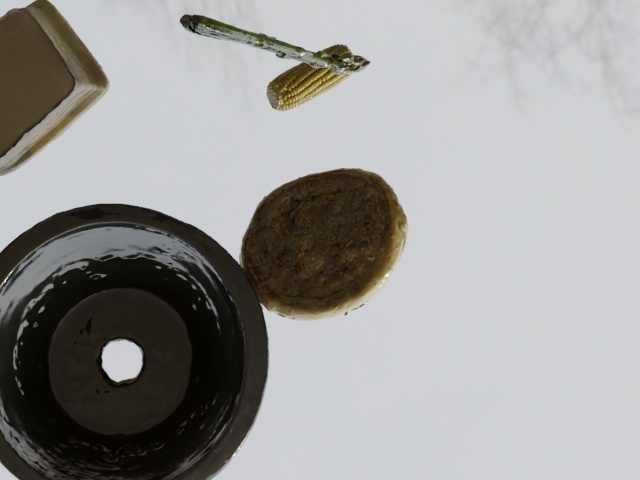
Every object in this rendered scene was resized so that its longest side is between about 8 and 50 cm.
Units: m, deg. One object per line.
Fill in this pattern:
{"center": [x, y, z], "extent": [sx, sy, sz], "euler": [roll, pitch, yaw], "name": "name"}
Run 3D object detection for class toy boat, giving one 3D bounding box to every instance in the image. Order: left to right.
{"center": [-0.295, -0.125, 1.571], "extent": [0.188, 0.116, 0.061], "euler": [-38, 175, 13], "name": "toy boat"}

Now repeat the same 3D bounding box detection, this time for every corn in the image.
{"center": [-0.009, -0.148, 1.589], "extent": [0.092, 0.037, 0.037], "euler": [-30, -138, -25], "name": "corn"}

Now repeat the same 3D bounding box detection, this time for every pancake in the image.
{"center": [0.000, 0.000, 1.530], "extent": [0.158, 0.028, 0.158], "euler": [-10, -119, 18], "name": "pancake"}

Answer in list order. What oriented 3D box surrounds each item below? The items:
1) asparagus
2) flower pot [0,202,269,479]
{"center": [-0.032, -0.163, 1.469], "extent": [0.233, 0.023, 0.022], "euler": [7, -135, -51], "name": "asparagus"}
{"center": [-0.180, 0.107, 1.569], "extent": [0.269, 0.269, 0.166], "euler": [-16, 175, -4], "name": "flower pot"}
